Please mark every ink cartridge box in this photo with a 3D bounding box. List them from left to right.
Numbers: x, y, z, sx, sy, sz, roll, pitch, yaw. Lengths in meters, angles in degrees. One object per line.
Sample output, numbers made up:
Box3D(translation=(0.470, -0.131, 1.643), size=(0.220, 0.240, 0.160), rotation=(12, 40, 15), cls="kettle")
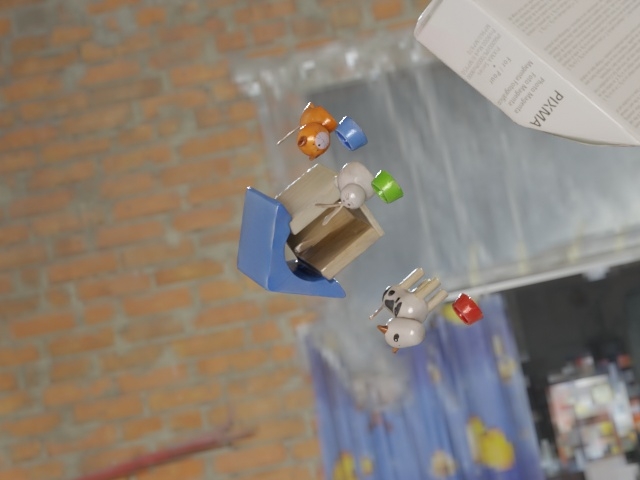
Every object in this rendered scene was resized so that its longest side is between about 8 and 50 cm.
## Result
Box3D(translation=(0.199, -0.110, 1.038), size=(0.189, 0.232, 0.066), rotation=(-41, -6, -45), cls="ink cartridge box")

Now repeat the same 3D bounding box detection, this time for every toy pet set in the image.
Box3D(translation=(0.000, 0.000, 0.766), size=(0.065, 0.122, 0.114), rotation=(-40, 26, -10), cls="toy pet set")
